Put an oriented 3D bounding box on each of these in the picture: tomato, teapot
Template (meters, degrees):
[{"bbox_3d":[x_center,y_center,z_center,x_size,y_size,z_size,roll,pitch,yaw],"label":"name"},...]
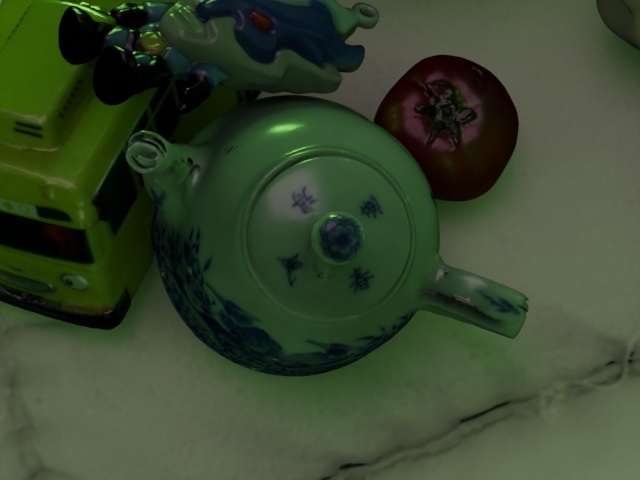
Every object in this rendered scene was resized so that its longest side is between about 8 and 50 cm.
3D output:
[{"bbox_3d":[0.075,-0.064,0.903,0.087,0.075,0.087,0,71,-1],"label":"tomato"},{"bbox_3d":[0.000,0.000,0.806,0.232,0.159,0.159,23,60,-11],"label":"teapot"}]

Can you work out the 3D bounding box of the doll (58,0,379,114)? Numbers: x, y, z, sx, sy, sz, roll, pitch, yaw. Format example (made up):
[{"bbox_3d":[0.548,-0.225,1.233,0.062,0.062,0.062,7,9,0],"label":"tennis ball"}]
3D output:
[{"bbox_3d":[-0.045,-0.111,0.829,0.195,0.070,0.096,-15,54,-37],"label":"doll"}]

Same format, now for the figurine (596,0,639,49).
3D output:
[{"bbox_3d":[0.234,-0.137,0.911,0.137,0.112,0.229,-8,59,-31],"label":"figurine"}]

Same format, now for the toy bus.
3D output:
[{"bbox_3d":[-0.127,-0.095,0.902,0.128,0.150,0.262,17,59,16],"label":"toy bus"}]
